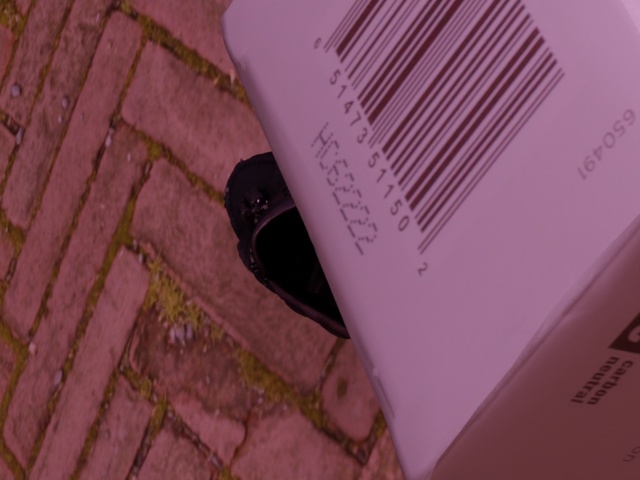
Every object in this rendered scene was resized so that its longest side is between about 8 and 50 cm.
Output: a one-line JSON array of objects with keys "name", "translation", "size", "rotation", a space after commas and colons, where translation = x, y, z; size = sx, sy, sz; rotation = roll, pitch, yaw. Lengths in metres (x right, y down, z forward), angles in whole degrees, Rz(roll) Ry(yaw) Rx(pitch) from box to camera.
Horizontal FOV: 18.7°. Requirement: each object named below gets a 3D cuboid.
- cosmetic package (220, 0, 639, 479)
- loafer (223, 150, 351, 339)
[{"name": "cosmetic package", "translation": [0.211, -0.015, 0.744], "size": [0.161, 0.453, 0.230], "rotation": [-53, 41, 32]}, {"name": "loafer", "translation": [0.000, 0.000, 1.354], "size": [0.302, 0.095, 0.109], "rotation": [38, 111, 53]}]
